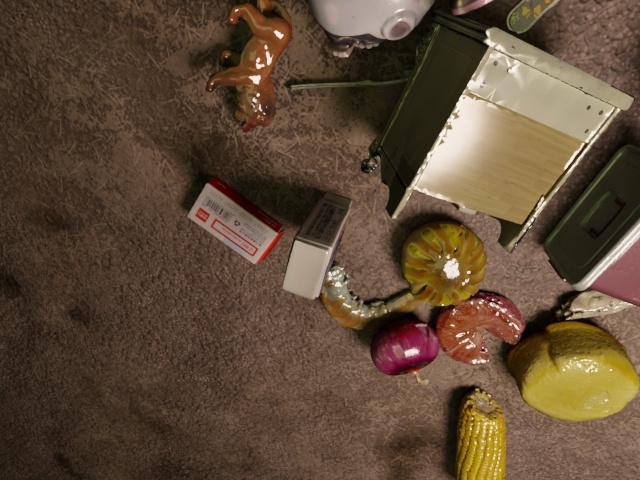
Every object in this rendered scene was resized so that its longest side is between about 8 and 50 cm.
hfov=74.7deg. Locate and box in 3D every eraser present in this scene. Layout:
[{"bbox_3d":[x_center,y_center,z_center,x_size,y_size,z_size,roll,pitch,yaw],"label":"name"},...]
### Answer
[{"bbox_3d":[0.000,0.000,0.921,0.081,0.279,0.124,18,118,5],"label":"eraser"}]

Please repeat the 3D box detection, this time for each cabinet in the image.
[{"bbox_3d":[0.280,-0.188,0.757,0.290,0.227,0.317,13,122,-19],"label":"cabinet"}]

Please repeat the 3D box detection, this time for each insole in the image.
[{"bbox_3d":[0.425,-0.460,0.757,0.197,0.004,0.065,-39,102,25],"label":"insole"}]

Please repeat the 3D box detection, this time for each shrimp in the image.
[{"bbox_3d":[0.116,0.159,1.091,0.288,0.068,0.185,12,119,5],"label":"shrimp"}]

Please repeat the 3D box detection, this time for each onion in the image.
[{"bbox_3d":[0.214,0.275,1.069,0.178,0.153,0.177,4,136,4],"label":"onion"}]

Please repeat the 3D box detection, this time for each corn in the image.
[{"bbox_3d":[0.456,0.602,1.189,0.144,0.144,0.386,1,116,12],"label":"corn"}]

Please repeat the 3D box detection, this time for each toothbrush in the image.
[{"bbox_3d":[0.073,-0.333,0.887,0.295,0.026,0.028,-3,96,14],"label":"toothbrush"}]

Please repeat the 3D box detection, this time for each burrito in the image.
[{"bbox_3d":[0.664,0.139,0.966,0.230,0.058,0.063,-19,114,23],"label":"burrito"}]

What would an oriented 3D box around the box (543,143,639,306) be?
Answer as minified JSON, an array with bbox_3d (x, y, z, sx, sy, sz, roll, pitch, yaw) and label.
[{"bbox_3d":[0.619,-0.020,0.826,0.168,0.193,0.293,23,118,-5],"label":"box"}]

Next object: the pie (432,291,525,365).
[{"bbox_3d":[0.396,0.226,1.068,0.205,0.054,0.218,29,118,-3],"label":"pie"}]

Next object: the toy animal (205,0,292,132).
[{"bbox_3d":[-0.134,-0.381,0.884,0.158,0.097,0.312,23,116,-13],"label":"toy animal"}]

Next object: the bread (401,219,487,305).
[{"bbox_3d":[0.289,0.058,0.977,0.214,0.104,0.213,1,108,4],"label":"bread"}]

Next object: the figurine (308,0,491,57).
[{"bbox_3d":[0.118,-0.467,0.659,0.211,0.252,0.362,26,166,-35],"label":"figurine"}]

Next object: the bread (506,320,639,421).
[{"bbox_3d":[0.603,0.319,1.014,0.270,0.148,0.269,5,124,7],"label":"bread"}]

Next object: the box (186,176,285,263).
[{"bbox_3d":[-0.215,-0.047,1.077,0.230,0.050,0.123,35,119,-6],"label":"box"}]
